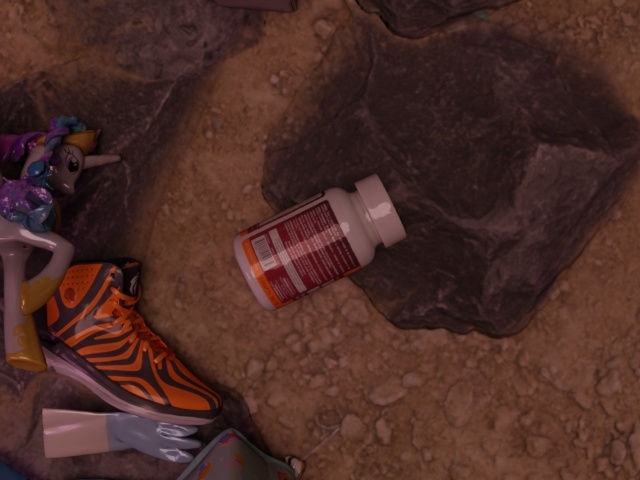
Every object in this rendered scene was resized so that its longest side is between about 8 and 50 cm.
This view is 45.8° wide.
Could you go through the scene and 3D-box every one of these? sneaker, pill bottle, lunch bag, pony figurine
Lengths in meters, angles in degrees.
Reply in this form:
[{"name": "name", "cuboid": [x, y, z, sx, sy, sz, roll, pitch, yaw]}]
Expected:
[{"name": "sneaker", "cuboid": [-0.265, 0.128, 1.068, 0.321, 0.124, 0.180, 24, 93, 2]}, {"name": "pill bottle", "cuboid": [0.000, 0.000, 1.053, 0.221, 0.121, 0.121, -26, 90, 3]}, {"name": "lunch bag", "cuboid": [-0.159, 0.419, 1.002, 0.160, 0.223, 0.262, 42, 104, -19]}, {"name": "sneaker", "cuboid": [-0.055, 0.355, 1.112, 0.037, 0.032, 0.083, 30, 90, 19]}, {"name": "pony figurine", "cuboid": [-0.469, -0.042, 0.998, 0.351, 0.303, 0.363, 14, 58, -14]}]

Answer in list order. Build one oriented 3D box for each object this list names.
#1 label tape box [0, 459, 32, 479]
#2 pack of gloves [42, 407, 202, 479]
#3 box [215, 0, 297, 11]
[{"name": "label tape box", "cuboid": [-0.405, 0.482, 1.013, 0.347, 0.249, 0.115, 35, 112, 3]}, {"name": "pack of gloves", "cuboid": [-0.285, 0.333, 1.122, 0.232, 0.046, 0.195, 3, 106, 1]}, {"name": "box", "cuboid": [-0.082, -0.489, 1.038, 0.121, 0.148, 0.311, 6, 90, 4]}]
